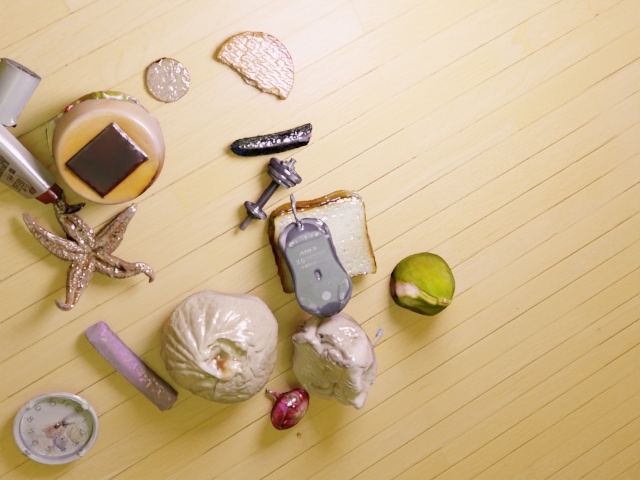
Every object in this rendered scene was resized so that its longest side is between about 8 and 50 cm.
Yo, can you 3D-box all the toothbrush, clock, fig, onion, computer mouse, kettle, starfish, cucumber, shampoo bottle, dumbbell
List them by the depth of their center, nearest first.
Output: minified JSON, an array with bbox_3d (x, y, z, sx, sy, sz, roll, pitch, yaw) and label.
[{"bbox_3d":[-0.781,-0.369,1.631,0.126,0.098,0.148,30,99,-27],"label":"kettle"},{"bbox_3d":[-0.734,-0.162,1.682,0.284,0.071,0.153,41,136,-22],"label":"shampoo bottle"},{"bbox_3d":[-0.626,0.036,1.791,0.374,0.094,0.327,16,80,-17],"label":"starfish"},{"bbox_3d":[-0.137,-0.275,1.871,0.245,0.067,0.067,-15,109,-10],"label":"cucumber"},{"bbox_3d":[-0.025,0.041,1.879,0.167,0.090,0.380,-18,105,-4],"label":"computer mouse"},{"bbox_3d":[-0.152,-0.131,1.890,0.110,0.110,0.255,35,100,-22],"label":"dumbbell"},{"bbox_3d":[-0.765,0.538,1.920,0.236,0.053,0.237,-4,105,-14],"label":"clock"},{"bbox_3d":[0.335,0.153,2.019,0.205,0.275,0.206,-5,107,-17],"label":"fig"},{"bbox_3d":[-0.118,0.513,2.090,0.150,0.140,0.150,-42,152,-28],"label":"onion"},{"bbox_3d":[0.141,0.370,2.161,0.017,0.022,0.204,34,94,-38],"label":"toothbrush"}]

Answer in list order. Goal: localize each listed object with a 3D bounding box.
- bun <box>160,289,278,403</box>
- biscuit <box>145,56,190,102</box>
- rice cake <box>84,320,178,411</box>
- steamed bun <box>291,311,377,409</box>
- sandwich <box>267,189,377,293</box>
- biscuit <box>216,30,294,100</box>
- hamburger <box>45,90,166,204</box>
[{"bbox_3d":[-0.278,0.317,1.910,0.348,0.227,0.353,-18,112,-13],"label":"bun"},{"bbox_3d":[-0.407,-0.428,1.768,0.120,0.015,0.120,-5,107,-16],"label":"biscuit"},{"bbox_3d":[-0.546,0.377,1.939,0.072,0.056,0.365,-38,112,-1],"label":"rice cake"},{"bbox_3d":[0.057,0.348,2.032,0.207,0.267,0.280,-40,134,-40],"label":"steamed bun"},{"bbox_3d":[0.000,0.000,1.971,0.300,0.099,0.272,-14,105,-9],"label":"sandwich"},{"bbox_3d":[-0.163,-0.493,1.813,0.224,0.033,0.145,26,95,-22],"label":"biscuit"},{"bbox_3d":[-0.542,-0.235,1.703,0.301,0.170,0.302,-7,116,-15],"label":"hamburger"}]
